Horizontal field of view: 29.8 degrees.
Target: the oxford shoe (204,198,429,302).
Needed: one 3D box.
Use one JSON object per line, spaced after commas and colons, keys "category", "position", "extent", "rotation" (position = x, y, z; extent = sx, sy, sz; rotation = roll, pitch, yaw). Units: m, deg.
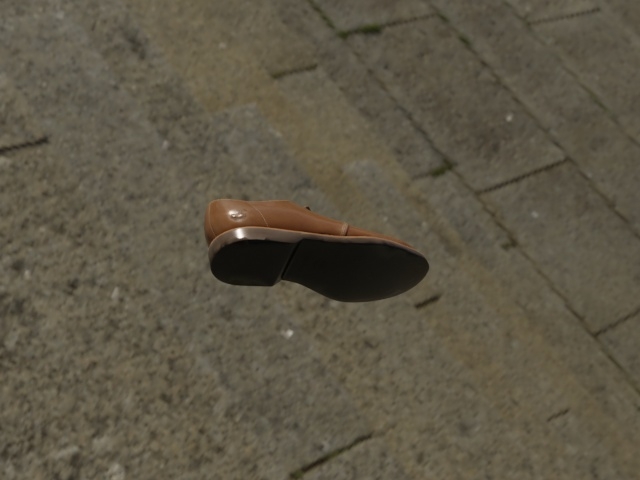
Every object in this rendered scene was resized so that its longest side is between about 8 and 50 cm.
{"category": "oxford shoe", "position": [0.000, 0.000, 1.014], "extent": [0.212, 0.076, 0.076], "rotation": [12, 40, -32]}
